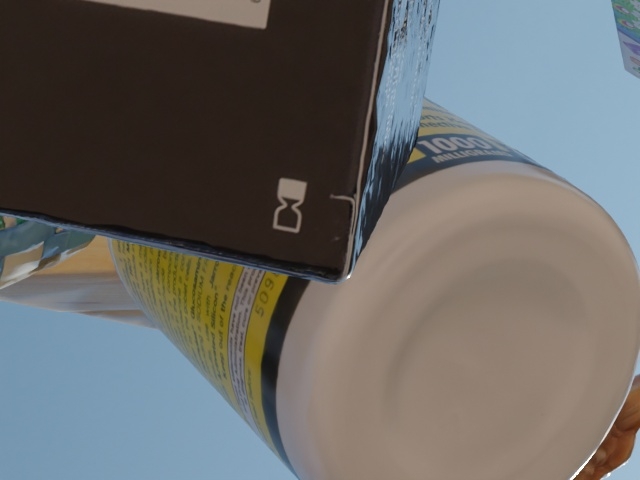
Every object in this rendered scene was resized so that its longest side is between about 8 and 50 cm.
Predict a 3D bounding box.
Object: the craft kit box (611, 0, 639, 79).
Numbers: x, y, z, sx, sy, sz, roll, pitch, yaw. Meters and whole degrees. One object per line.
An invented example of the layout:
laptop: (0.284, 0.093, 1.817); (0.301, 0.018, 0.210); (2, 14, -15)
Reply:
craft kit box: (0.313, -0.111, 1.126); (0.250, 0.246, 0.061); (35, -90, 19)

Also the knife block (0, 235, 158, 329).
knife block: (-0.120, -0.010, 1.202); (0.276, 0.242, 0.088); (13, -111, -22)

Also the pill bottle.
pill bottle: (0.000, 0.000, 0.876); (0.188, 0.334, 0.188); (-13, -62, -25)

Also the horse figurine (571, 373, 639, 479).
horse figurine: (0.137, 0.153, 1.072); (0.066, 0.263, 0.174); (47, -128, -2)

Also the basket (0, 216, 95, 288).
basket: (-0.223, -0.097, 0.727); (0.255, 0.201, 0.289); (-35, -67, -46)

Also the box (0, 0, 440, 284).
box: (-0.016, -0.089, 0.385); (0.093, 0.158, 0.156); (10, -76, 7)
